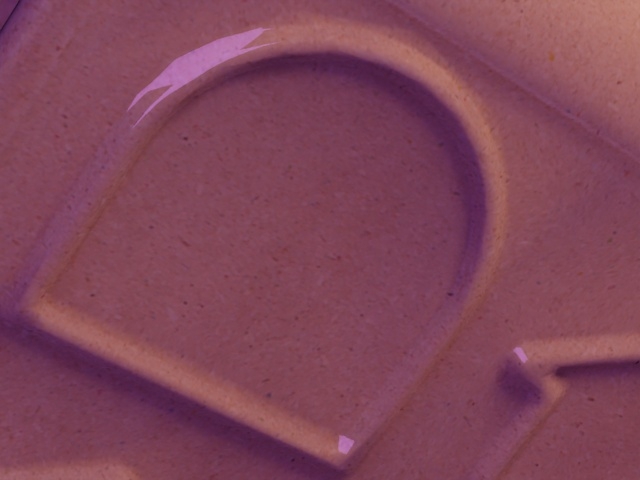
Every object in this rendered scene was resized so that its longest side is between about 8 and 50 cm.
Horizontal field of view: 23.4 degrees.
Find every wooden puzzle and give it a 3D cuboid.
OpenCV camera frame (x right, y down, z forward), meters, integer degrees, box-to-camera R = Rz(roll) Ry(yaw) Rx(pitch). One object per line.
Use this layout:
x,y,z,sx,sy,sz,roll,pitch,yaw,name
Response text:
0.007,0.071,0.466,0.322,0.080,0.348,29,101,-25,wooden puzzle
